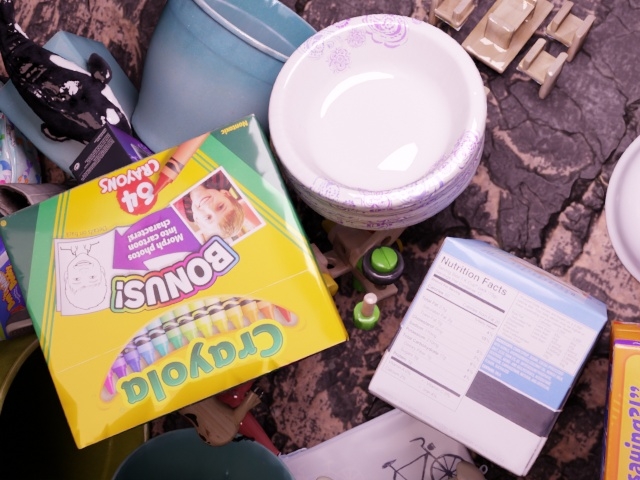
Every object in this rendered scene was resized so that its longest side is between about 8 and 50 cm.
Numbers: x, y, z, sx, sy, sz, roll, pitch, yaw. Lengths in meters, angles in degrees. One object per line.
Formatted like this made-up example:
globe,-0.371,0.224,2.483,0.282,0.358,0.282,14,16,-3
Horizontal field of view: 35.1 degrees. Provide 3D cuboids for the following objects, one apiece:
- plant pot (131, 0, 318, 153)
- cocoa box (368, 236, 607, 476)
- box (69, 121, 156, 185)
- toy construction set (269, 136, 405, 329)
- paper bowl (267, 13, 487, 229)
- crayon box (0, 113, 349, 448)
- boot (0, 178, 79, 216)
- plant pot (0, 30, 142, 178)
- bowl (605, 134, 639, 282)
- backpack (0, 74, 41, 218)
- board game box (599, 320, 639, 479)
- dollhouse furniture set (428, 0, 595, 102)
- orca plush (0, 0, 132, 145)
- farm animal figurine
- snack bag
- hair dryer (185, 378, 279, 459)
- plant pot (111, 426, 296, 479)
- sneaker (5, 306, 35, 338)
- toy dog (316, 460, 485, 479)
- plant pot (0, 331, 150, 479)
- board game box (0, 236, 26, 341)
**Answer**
plant pot,-0.158,-0.246,1.565,0.272,0.272,0.255,41,114,11
cocoa box,0.246,0.142,1.400,0.232,0.347,0.227,28,97,14
box,-0.229,-0.047,1.545,0.103,0.261,0.184,-47,47,11
toy construction set,0.000,0.000,1.517,0.309,0.237,0.257,29,59,15
paper bowl,0.079,-0.150,1.366,0.285,0.148,0.284,-2,70,7
crayon box,-0.189,0.054,1.312,0.363,0.106,0.313,-23,82,2
boot,-0.402,-0.047,1.645,0.190,0.208,0.076,23,97,14
plant pot,-0.377,-0.193,1.667,0.166,0.165,0.234,-41,85,12
bowl,0.556,-0.048,1.427,0.298,0.134,0.297,0,91,15
backpack,-0.600,-0.148,1.719,0.225,0.191,0.253,-13,92,14
board game box,0.549,0.307,1.314,0.357,0.356,0.356,4,91,15
dollhouse furniture set,0.251,-0.275,1.530,0.212,0.161,0.242,36,77,12
orca plush,-0.408,-0.247,1.535,0.151,0.102,0.287,-32,91,12
farm animal figurine,-0.264,0.157,1.501,0.172,0.326,0.330,-43,50,-11
snack bag,0.123,0.440,1.596,0.323,0.037,0.342,-27,83,14
hair dryer,-0.130,0.228,1.639,0.224,0.080,0.293,-13,87,16
plant pot,-0.187,0.476,1.553,0.293,0.293,0.235,24,130,14
sneaker,-0.431,0.080,1.689,0.222,0.083,0.118,-21,73,-27
toy dog,0.182,0.517,1.421,0.408,0.284,0.395,-6,90,14
plant pot,-0.528,0.318,1.633,0.353,0.366,0.366,-3,89,26
board game box,-0.663,0.030,1.711,0.347,0.233,0.078,22,53,14
